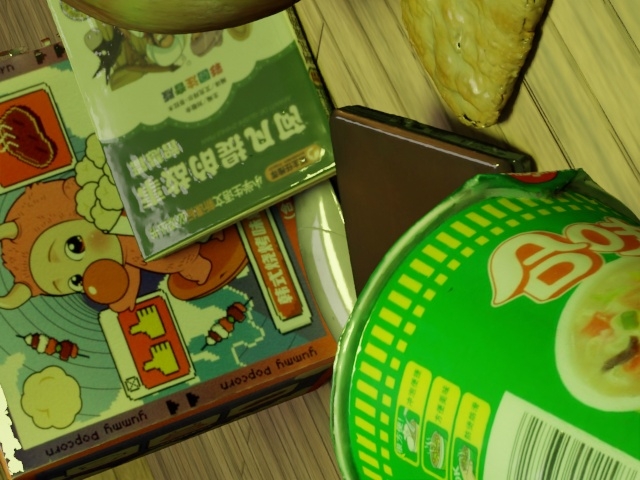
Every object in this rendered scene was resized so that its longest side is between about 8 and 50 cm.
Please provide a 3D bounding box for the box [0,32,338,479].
[{"bbox_3d":[-0.187,0.013,1.516,0.257,0.319,0.348,118,132,-76],"label":"box"}]

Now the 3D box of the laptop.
[{"bbox_3d":[0.077,0.018,1.072,0.154,0.026,0.207,21,133,40],"label":"laptop"}]

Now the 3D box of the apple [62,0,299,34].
[{"bbox_3d":[-0.094,-0.260,1.036,0.306,0.235,0.305,162,90,-76],"label":"apple"}]

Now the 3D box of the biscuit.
[{"bbox_3d":[0.084,-0.154,0.936,0.247,0.029,0.118,100,147,-61],"label":"biscuit"}]

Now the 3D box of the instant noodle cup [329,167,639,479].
[{"bbox_3d":[0.145,0.092,0.741,0.233,0.207,0.207,31,138,58],"label":"instant noodle cup"}]

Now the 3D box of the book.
[{"bbox_3d":[-0.105,-0.141,1.358,0.027,0.202,0.264,-4,-109,-64],"label":"book"}]

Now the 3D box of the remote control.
[{"bbox_3d":[0.000,0.000,1.386,0.073,0.044,0.229,136,113,-78],"label":"remote control"}]
